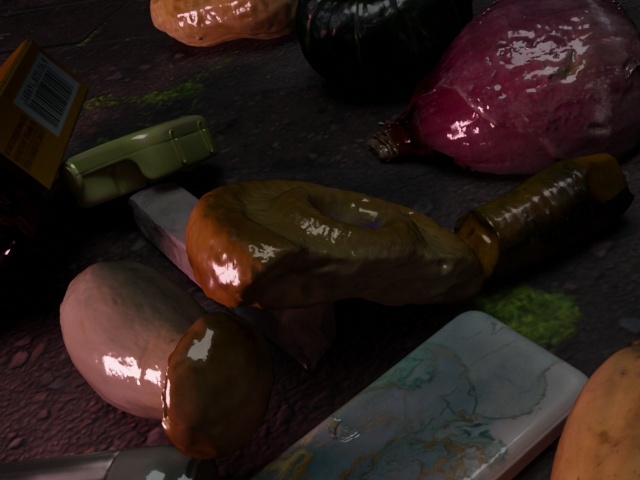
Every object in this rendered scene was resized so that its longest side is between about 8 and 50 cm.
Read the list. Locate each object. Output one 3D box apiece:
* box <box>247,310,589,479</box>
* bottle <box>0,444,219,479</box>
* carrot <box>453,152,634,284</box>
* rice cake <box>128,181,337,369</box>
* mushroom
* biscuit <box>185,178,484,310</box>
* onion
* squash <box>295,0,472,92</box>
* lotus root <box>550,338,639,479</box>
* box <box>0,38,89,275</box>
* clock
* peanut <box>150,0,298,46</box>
[{"bbox_3d":[0.068,0.166,0.662,0.285,0.044,0.142,-34,42,-20],"label":"box"},{"bbox_3d":[-0.206,0.213,0.696,0.254,0.079,0.096,-10,13,15],"label":"bottle"},{"bbox_3d":[0.214,-0.025,0.817,0.173,0.082,0.082,-25,35,-13],"label":"carrot"},{"bbox_3d":[-0.106,0.016,0.926,0.070,0.064,0.399,-28,35,-24],"label":"rice cake"},{"bbox_3d":[-0.150,0.093,0.760,0.128,0.128,0.350,-36,23,-23],"label":"mushroom"},{"bbox_3d":[0.000,-0.001,0.771,0.274,0.091,0.213,-3,22,-40],"label":"biscuit"},{"bbox_3d":[0.208,-0.194,0.985,0.349,0.159,0.267,-12,32,9],"label":"onion"},{"bbox_3d":[0.088,-0.315,1.198,0.252,0.165,0.252,-13,38,10],"label":"squash"},{"bbox_3d":[0.210,0.181,0.464,0.183,0.182,0.310,2,42,28],"label":"lotus root"},{"bbox_3d":[-0.441,-0.056,1.054,0.264,0.116,0.415,-38,30,19],"label":"box"},{"bbox_3d":[-0.260,-0.093,1.105,0.232,0.069,0.170,-18,10,23],"label":"clock"},{"bbox_3d":[-0.166,-0.412,1.476,0.313,0.149,0.149,-3,38,30],"label":"peanut"}]
